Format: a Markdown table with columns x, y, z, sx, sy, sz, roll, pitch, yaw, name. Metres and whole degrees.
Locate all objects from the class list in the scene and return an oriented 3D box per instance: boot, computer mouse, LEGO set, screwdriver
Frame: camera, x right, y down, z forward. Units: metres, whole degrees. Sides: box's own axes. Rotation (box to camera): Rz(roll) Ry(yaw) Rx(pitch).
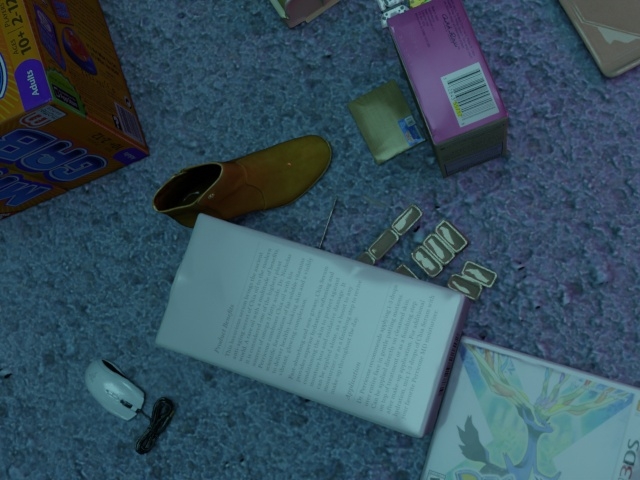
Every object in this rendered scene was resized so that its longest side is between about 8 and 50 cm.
| x | y | z | sx | sy | sz | roll | pitch | yaw | name |
| --- | --- | --- | --- | --- | --- | --- | --- | --- | --- |
| -0.126 | -0.106 | 1.349 | 0.295 | 0.211 | 0.104 | -29 | 79 | 7 | boot |
| -0.359 | 0.288 | 1.433 | 0.193 | 0.042 | 0.106 | 35 | 92 | 14 | computer mouse |
| 0.195 | -0.456 | 1.388 | 0.227 | 0.087 | 0.093 | -24 | 94 | 8 | LEGO set |
| 0.000 | 0.000 | 1.408 | 0.025 | 0.024 | 0.169 | 8 | 81 | 42 | screwdriver |

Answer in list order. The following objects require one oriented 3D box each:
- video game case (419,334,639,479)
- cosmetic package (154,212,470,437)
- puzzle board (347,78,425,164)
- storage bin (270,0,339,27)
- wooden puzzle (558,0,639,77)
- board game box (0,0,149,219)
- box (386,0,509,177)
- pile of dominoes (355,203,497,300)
| x | y | z | sx | sy | sz | roll | pitch | yaw | name |
| --- | --- | --- | --- | --- | --- | --- | --- | --- | --- |
| 0.346 | 0.342 | 1.282 | 0.329 | 0.036 | 0.299 | 16 | 86 | 14 | video game case |
| -0.009 | 0.134 | 1.292 | 0.454 | 0.161 | 0.230 | 17 | 86 | 16 | cosmetic package |
| 0.117 | -0.210 | 1.415 | 0.096 | 0.011 | 0.128 | -27 | 79 | 6 | puzzle board |
| -0.024 | -0.567 | 1.433 | 0.260 | 0.123 | 0.262 | -33 | 78 | 6 | storage bin |
| 0.528 | -0.415 | 1.343 | 0.221 | 0.044 | 0.238 | -28 | 74 | 8 | wooden puzzle |
| -0.577 | -0.280 | 1.390 | 0.357 | 0.356 | 0.356 | -22 | 79 | 8 | board game box |
| 0.209 | -0.240 | 1.279 | 0.117 | 0.243 | 0.213 | -21 | 78 | 8 | box |
| 0.155 | 0.079 | 1.368 | 0.251 | 0.040 | 0.196 | -46 | 77 | 11 | pile of dominoes |
